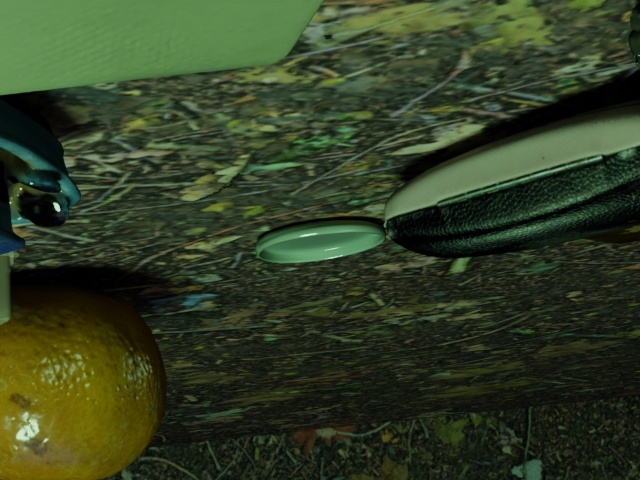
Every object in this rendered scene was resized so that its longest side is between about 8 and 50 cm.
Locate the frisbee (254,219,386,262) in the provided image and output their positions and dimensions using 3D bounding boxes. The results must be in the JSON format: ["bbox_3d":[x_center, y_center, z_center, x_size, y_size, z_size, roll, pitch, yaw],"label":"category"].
[{"bbox_3d":[0.000,0.000,1.235,0.110,0.014,0.110,-8,168,-2],"label":"frisbee"}]

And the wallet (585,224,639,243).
[{"bbox_3d":[0.251,-0.017,1.275,0.095,0.026,0.176,-10,168,39],"label":"wallet"}]

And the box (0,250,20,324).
[{"bbox_3d":[-0.294,0.038,1.127,0.122,0.062,0.089,1,165,-37],"label":"box"}]

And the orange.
[{"bbox_3d":[-0.240,0.118,1.278,0.224,0.170,0.224,7,178,0],"label":"orange"}]

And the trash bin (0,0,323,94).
[{"bbox_3d":[-0.117,-0.113,0.422,0.247,0.121,0.243,-7,169,-16],"label":"trash bin"}]

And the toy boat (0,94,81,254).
[{"bbox_3d":[-0.202,-0.034,0.774,0.100,0.097,0.223,-14,167,15],"label":"toy boat"}]

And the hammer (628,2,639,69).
[{"bbox_3d":[0.315,-0.130,0.796,0.297,0.027,0.125,-11,167,15],"label":"hammer"}]

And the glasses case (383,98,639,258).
[{"bbox_3d":[0.169,-0.040,0.987,0.122,0.075,0.314,-5,173,-39],"label":"glasses case"}]
